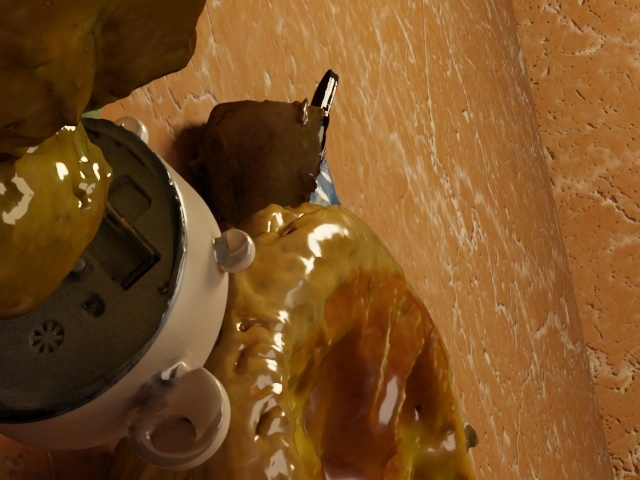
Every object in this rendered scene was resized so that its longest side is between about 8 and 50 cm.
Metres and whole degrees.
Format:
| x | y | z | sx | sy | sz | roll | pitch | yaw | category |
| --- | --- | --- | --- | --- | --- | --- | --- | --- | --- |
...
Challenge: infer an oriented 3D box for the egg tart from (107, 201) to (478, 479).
| x | y | z | sx | sy | sz | roll | pitch | yaw | category |
| --- | --- | --- | --- | --- | --- | --- | --- | --- | --- |
| -0.012 | 0.200 | 1.024 | 0.443 | 0.178 | 0.443 | -11 | 90 | -75 | egg tart |

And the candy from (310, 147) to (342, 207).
| x | y | z | sx | sy | sz | roll | pitch | yaw | category |
| --- | --- | --- | --- | --- | --- | --- | --- | --- | --- |
| 0.000 | -0.001 | 1.478 | 0.088 | 0.038 | 0.136 | -71 | 160 | -64 | candy |

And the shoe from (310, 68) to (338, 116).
| x | y | z | sx | sy | sz | roll | pitch | yaw | category |
| --- | --- | --- | --- | --- | --- | --- | --- | --- | --- |
| -0.026 | -0.086 | 1.443 | 0.053 | 0.062 | 0.159 | 28 | 50 | -10 | shoe |

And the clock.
| x | y | z | sx | sy | sz | roll | pitch | yaw | category |
| --- | --- | --- | --- | --- | --- | --- | --- | --- | --- |
| -0.122 | 0.017 | 0.824 | 0.229 | 0.155 | 0.063 | 47 | 1 | 28 | clock |

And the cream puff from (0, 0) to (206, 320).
| x | y | z | sx | sy | sz | roll | pitch | yaw | category |
| --- | --- | --- | --- | --- | --- | --- | --- | --- | --- |
| -0.149 | -0.116 | 0.672 | 0.324 | 0.257 | 0.291 | -88 | 154 | -44 | cream puff |

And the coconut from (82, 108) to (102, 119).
| x | y | z | sx | sy | sz | roll | pitch | yaw | category |
| --- | --- | --- | --- | --- | --- | --- | --- | --- | --- |
| -0.155 | -0.082 | 0.945 | 0.082 | 0.081 | 0.083 | 44 | 27 | 13 | coconut |

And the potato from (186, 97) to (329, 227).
| x | y | z | sx | sy | sz | roll | pitch | yaw | category |
| --- | --- | --- | --- | --- | --- | --- | --- | --- | --- |
| -0.059 | -0.053 | 1.291 | 0.172 | 0.089 | 0.101 | 179 | -80 | -74 | potato |
